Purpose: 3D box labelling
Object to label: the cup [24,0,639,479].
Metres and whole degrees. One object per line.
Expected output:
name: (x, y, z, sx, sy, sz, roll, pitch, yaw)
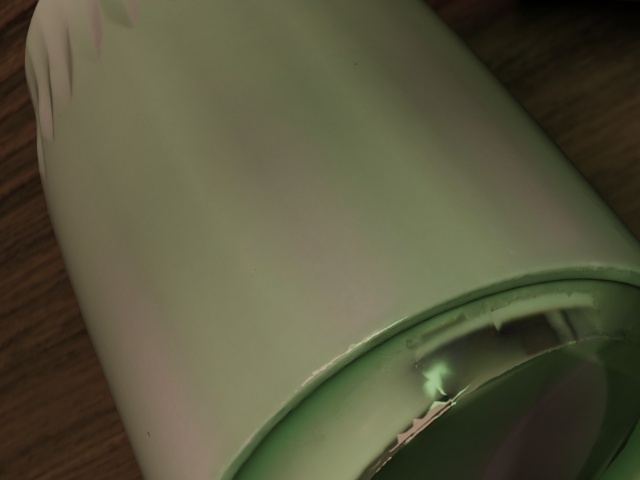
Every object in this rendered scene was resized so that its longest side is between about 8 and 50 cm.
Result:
cup: (0.000, 0.000, 0.748, 0.253, 0.253, 0.371, -43, 48, 15)
